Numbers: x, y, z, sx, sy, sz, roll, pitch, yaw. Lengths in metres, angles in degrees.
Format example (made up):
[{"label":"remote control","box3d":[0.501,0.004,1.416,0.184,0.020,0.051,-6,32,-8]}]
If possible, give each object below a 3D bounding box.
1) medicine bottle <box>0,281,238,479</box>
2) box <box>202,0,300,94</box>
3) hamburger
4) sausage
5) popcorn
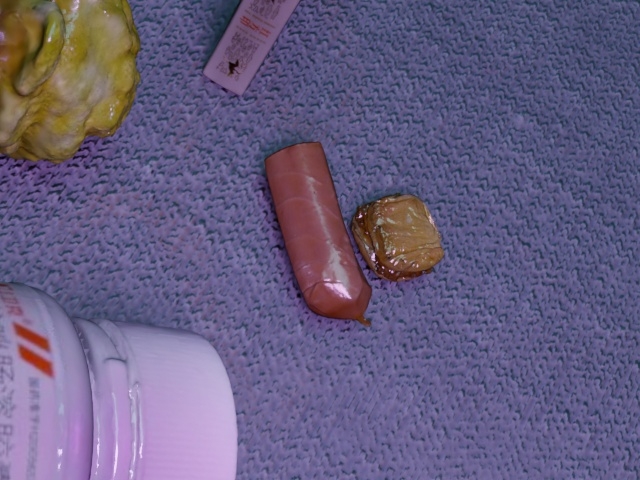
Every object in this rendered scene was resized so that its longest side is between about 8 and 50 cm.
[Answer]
[{"label":"medicine bottle","box3d":[-0.235,0.149,1.284,0.302,0.241,0.241,7,61,-30]},{"label":"box","box3d":[0.011,-0.319,1.663,0.051,0.204,0.365,30,55,-6]},{"label":"hamburger","box3d":[0.068,-0.002,1.613,0.076,0.044,0.083,-7,69,-28]},{"label":"sausage","box3d":[-0.001,0.000,1.575,0.065,0.065,0.169,-6,67,-26]},{"label":"popcorn","box3d":[-0.258,-0.177,1.464,0.250,0.235,0.242,9,41,-33]}]
